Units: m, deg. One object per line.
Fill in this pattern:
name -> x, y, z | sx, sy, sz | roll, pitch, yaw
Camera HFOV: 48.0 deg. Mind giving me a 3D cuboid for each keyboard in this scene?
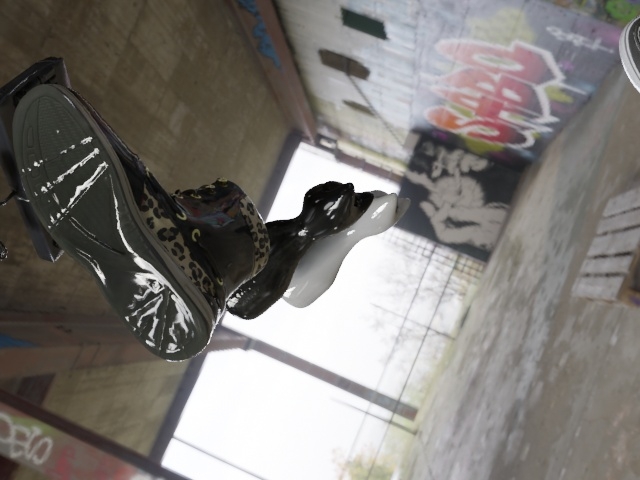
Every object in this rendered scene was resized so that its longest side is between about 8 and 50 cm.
keyboard -> -0.370, -0.070, 0.923 | 0.201, 0.033, 0.317 | -51, -17, -31

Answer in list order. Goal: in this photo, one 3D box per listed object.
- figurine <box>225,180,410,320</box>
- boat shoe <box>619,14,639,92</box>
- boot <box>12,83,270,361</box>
figurine -> 0.000, 0.000, 0.874 | 0.209, 0.092, 0.215 | -38, -15, 22
boat shoe -> 0.366, -0.131, 0.665 | 0.080, 0.229, 0.076 | -31, -15, 8
boot -> -0.141, -0.032, 0.620 | 0.085, 0.236, 0.178 | -28, 8, 24
